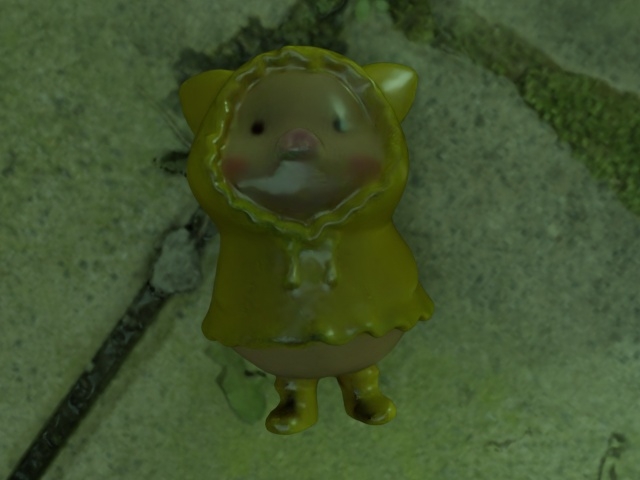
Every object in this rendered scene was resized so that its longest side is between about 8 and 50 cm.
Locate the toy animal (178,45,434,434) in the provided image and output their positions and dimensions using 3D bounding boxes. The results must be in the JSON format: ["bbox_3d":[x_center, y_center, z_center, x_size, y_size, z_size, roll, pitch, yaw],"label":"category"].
[{"bbox_3d":[-0.005,0.000,0.650,0.156,0.156,0.229,-4,91,9],"label":"toy animal"}]
